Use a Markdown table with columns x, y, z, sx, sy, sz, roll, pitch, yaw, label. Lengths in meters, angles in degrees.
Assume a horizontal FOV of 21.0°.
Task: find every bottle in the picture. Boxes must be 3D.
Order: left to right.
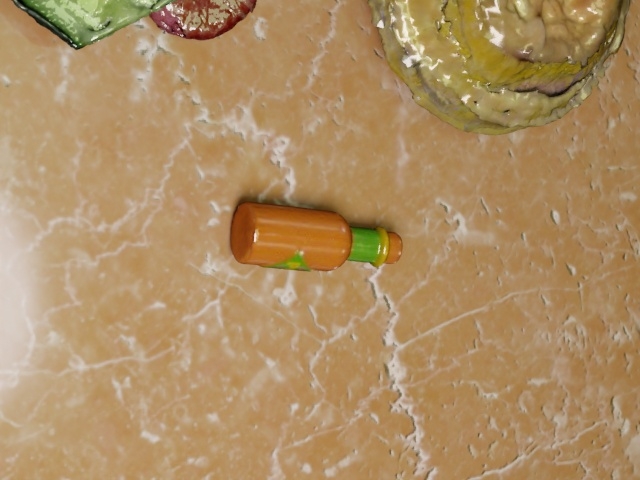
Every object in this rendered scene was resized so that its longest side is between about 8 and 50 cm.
| x | y | z | sx | sy | sz | roll | pitch | yaw | label |
| --- | --- | --- | --- | --- | --- | --- | --- | --- | --- |
| 0.000 | 0.000 | 1.839 | 0.187 | 0.069 | 0.069 | 5 | 95 | -24 | bottle |

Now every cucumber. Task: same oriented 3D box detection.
| x | y | z | sx | sy | sz | roll | pitch | yaw | label |
| --- | --- | --- | --- | --- | --- | --- | --- | --- | --- |
| -0.246 | -0.255 | 1.692 | 0.193 | 0.086 | 0.115 | 35 | 81 | -17 | cucumber |

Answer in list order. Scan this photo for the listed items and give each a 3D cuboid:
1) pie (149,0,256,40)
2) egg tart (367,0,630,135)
| x | y | z | sx | sy | sz | roll | pitch | yaw | label |
| --- | --- | --- | --- | --- | --- | --- | --- | --- | --- |
| -0.128 | -0.280 | 1.763 | 0.153 | 0.038 | 0.153 | -2 | 96 | -22 | pie |
| 0.217 | -0.284 | 1.861 | 0.352 | 0.150 | 0.352 | -4 | 99 | -27 | egg tart |
